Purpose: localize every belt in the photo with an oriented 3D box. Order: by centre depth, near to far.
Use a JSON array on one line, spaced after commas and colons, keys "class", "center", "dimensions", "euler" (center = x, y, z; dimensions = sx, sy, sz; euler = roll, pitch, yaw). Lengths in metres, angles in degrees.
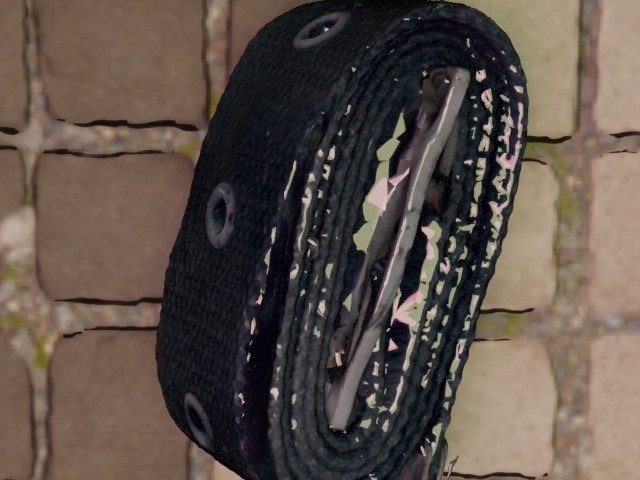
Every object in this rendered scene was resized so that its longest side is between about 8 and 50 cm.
[{"class": "belt", "center": [0.000, 0.000, 0.649], "dimensions": [0.122, 0.128, 0.218], "euler": [15, 95, -31]}]
